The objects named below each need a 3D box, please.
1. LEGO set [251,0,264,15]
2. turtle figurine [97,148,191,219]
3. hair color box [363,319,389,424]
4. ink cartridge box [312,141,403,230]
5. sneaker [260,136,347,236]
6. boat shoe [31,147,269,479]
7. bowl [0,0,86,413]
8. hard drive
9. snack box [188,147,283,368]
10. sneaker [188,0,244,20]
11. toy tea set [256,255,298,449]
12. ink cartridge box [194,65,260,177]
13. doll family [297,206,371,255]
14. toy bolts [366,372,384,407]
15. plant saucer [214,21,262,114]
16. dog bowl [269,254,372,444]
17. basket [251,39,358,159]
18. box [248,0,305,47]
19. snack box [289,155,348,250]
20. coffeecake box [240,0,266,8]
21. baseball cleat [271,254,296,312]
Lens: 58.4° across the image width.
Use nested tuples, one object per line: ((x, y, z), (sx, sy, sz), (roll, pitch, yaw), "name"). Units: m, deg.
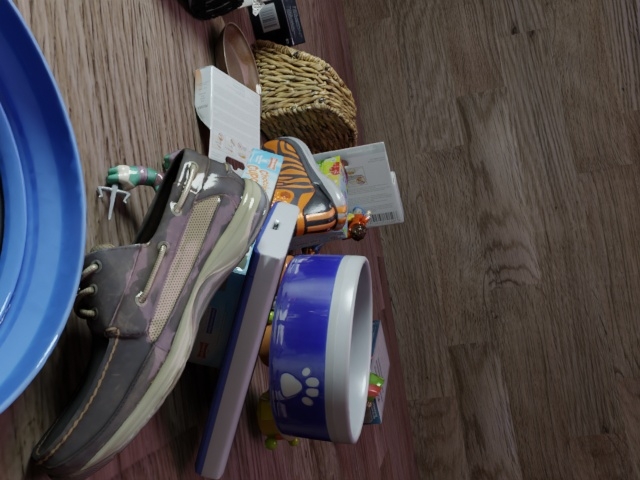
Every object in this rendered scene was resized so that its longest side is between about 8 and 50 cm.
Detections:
((-0.185, -0.519, 1.031), (0.244, 0.060, 0.182), (44, 4, 17), "LEGO set")
((-0.185, -0.035, 0.751), (0.234, 0.118, 0.175), (-85, 161, -64), "turtle figurine")
((0.139, 0.398, 1.770), (0.347, 0.105, 0.174), (-57, 135, -71), "hair color box")
((0.049, -0.129, 1.410), (0.060, 0.275, 0.239), (-80, 157, -51), "ink cartridge box")
((-0.095, -0.113, 1.148), (0.321, 0.180, 0.125), (46, -39, 48), "sneaker")
((-0.186, 0.055, 0.578), (0.130, 0.132, 0.355), (38, 57, -21), "boat shoe")
((-0.301, -0.054, 0.352), (0.391, 0.077, 0.391), (-10, 90, -76), "bowl")
((-0.096, 0.124, 0.776), (0.210, 0.040, 0.319), (-81, -173, -70), "hard drive")
((-0.126, 0.013, 0.884), (0.322, 0.060, 0.187), (-80, -172, -55), "snack box")
((-0.210, -0.469, 0.978), (0.271, 0.100, 0.108), (24, 49, -76), "sneaker")
((-0.079, 0.193, 0.997), (0.200, 0.124, 0.336), (44, 39, -56), "toy tea set")
((-0.166, -0.201, 1.032), (0.145, 0.045, 0.179), (17, 72, -58), "ink cartridge box")
((0.000, 0.000, 1.352), (0.118, 0.263, 0.163), (40, 18, -14), "doll family")
((0.050, 0.392, 1.466), (0.218, 0.158, 0.228), (-56, 169, -7), "toy bolts")
((-0.171, -0.341, 1.173), (0.198, 0.036, 0.199), (-10, 90, -76), "plant saucer")
((0.010, 0.152, 0.832), (0.265, 0.104, 0.265), (2, 90, -79), "dog bowl")
((-0.024, -0.342, 1.397), (0.299, 0.213, 0.223), (48, 35, -66), "basket")
((-0.112, -0.565, 1.449), (0.158, 0.093, 0.156), (-64, 142, -66), "box")
((-0.030, -0.080, 1.270), (0.207, 0.174, 0.070), (-85, 156, -44), "snack box")
((-0.118, -0.546, 1.214), (0.142, 0.185, 0.068), (-75, 152, -61), "coffeecake box")
((-0.087, 0.096, 1.177), (0.206, 0.072, 0.109), (-29, 122, -71), "baseball cleat")
